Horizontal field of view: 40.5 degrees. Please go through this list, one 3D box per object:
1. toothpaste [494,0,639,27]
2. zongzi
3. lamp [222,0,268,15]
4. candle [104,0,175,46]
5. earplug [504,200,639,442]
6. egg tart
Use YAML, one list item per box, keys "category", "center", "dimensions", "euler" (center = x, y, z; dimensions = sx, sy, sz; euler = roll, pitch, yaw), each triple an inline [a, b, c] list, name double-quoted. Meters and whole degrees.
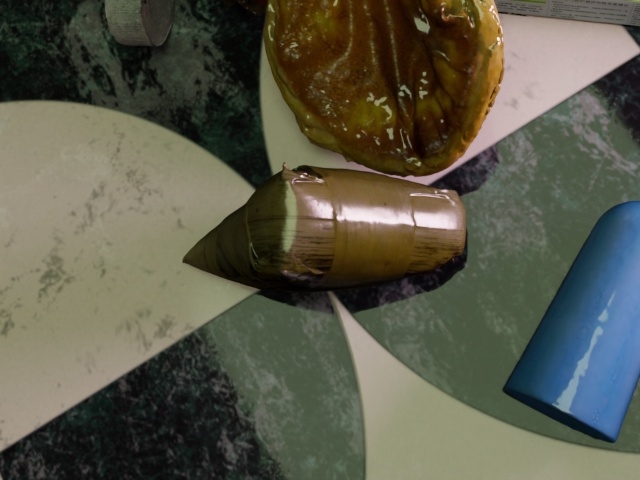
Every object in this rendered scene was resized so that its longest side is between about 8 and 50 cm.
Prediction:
- category: "toothpaste"
  center: [0.351, -0.325, 1.100]
  dimensions: [0.337, 0.067, 0.081]
  euler: [10, 78, 12]
- category: "zongzi"
  center: [0.000, 0.000, 1.095]
  dimensions: [0.274, 0.300, 0.145]
  euler: [2, 78, -30]
- category: "lamp"
  center: [-0.032, -0.415, 1.140]
  dimensions: [0.274, 0.177, 0.177]
  euler: [-28, 75, 6]
- category: "candle"
  center: [-0.244, -0.370, 1.182]
  dimensions: [0.068, 0.192, 0.168]
  euler: [5, 36, 12]
- category: "earplug"
  center: [0.329, 0.079, 0.997]
  dimensions: [0.133, 0.132, 0.272]
  euler: [25, 81, 14]
- category: "egg tart"
  center: [0.082, -0.252, 1.054]
  dimensions: [0.351, 0.153, 0.339]
  euler: [53, 134, 6]
